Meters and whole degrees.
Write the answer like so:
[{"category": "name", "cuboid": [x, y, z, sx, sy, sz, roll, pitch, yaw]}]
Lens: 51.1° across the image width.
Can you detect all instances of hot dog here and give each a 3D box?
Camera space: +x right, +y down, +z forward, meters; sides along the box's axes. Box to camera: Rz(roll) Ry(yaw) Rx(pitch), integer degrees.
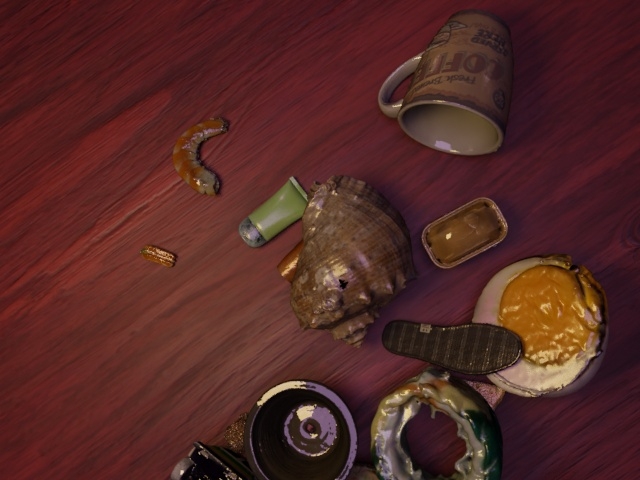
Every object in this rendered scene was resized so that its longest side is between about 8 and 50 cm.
[{"category": "hot dog", "cuboid": [-0.369, 0.035, 1.526, 0.083, 0.021, 0.037, 22, 97, 6]}]

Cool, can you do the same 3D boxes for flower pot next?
[{"category": "flower pot", "cuboid": [-0.031, 0.402, 1.396, 0.235, 0.148, 0.236, -1, 84, 8]}]

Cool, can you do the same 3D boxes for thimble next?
[{"category": "thimble", "cuboid": [0.234, 0.403, 1.349, 0.254, 0.167, 0.289, -11, 85, 14]}]

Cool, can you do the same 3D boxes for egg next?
[{"category": "egg", "cuboid": [0.458, 0.180, 1.364, 0.264, 0.174, 0.287, -10, 68, 33]}]

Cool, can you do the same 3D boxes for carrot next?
[{"category": "carrot", "cuboid": [0.000, 0.000, 1.472, 0.225, 0.067, 0.067, -45, 82, 2]}]

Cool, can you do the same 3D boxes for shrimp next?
[{"category": "shrimp", "cuboid": [-0.252, -0.194, 1.530, 0.166, 0.049, 0.161, -43, 81, -8]}]

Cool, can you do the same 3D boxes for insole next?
[{"category": "insole", "cuboid": [0.262, 0.212, 1.377, 0.309, 0.012, 0.110, 6, 78, 37]}]

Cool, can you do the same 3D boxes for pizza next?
[{"category": "pizza", "cuboid": [0.329, 0.329, 1.432, 0.123, 0.026, 0.109, -44, 80, 3]}]

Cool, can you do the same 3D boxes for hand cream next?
[{"category": "hand cream", "cuboid": [-0.103, -0.055, 1.500, 0.175, 0.046, 0.095, -38, 82, -6]}]

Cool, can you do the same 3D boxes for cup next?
[{"category": "cup", "cuboid": [0.272, -0.342, 1.434, 0.300, 0.227, 0.257, 7, 70, 35]}]

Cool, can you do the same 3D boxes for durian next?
[{"category": "durian", "cuboid": [-0.168, 0.412, 1.442, 0.080, 0.080, 0.091, 7, 105, 6]}]

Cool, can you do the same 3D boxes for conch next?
[{"category": "conch", "cuboid": [0.079, 0.049, 1.370, 0.296, 0.210, 0.353, -15, 114, -20]}]

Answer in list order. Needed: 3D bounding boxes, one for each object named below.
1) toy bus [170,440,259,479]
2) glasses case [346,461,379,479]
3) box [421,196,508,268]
[{"category": "toy bus", "cuboid": [-0.257, 0.581, 1.385, 0.143, 0.179, 0.306, 30, 87, 21]}, {"category": "glasses case", "cuboid": [0.065, 0.679, 1.386, 0.156, 0.098, 0.426, 3, 85, 11]}, {"category": "box", "cuboid": [0.306, -0.014, 1.427, 0.177, 0.111, 0.111, -29, 83, 2]}]
